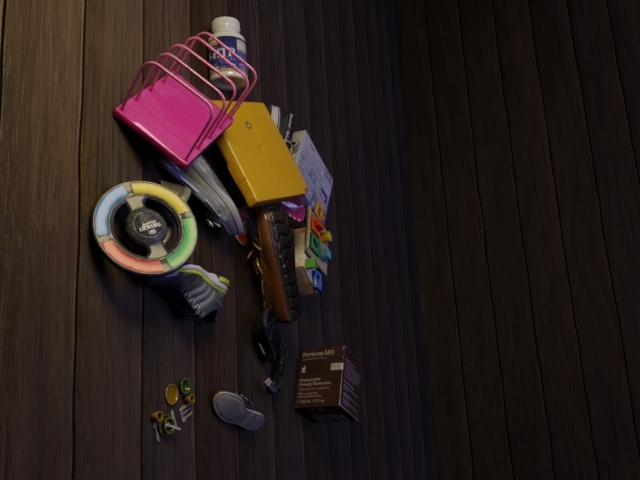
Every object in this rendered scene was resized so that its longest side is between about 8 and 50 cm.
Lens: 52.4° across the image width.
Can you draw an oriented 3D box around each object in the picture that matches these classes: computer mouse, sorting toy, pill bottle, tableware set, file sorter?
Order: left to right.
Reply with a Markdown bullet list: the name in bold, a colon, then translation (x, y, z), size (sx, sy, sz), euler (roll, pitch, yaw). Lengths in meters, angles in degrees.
- **tableware set**: translation (-0.337, 0.386, 1.500), size (0.154, 0.024, 0.104), euler (-27, 107, -66)
- **file sorter**: translation (-0.303, -0.350, 1.547), size (0.202, 0.182, 0.291), euler (38, 35, -7)
- **pill bottle**: translation (-0.271, -0.543, 1.885), size (0.112, 0.112, 0.187), euler (17, 66, -65)
- **computer mouse**: translation (-0.160, 0.331, 1.898), size (0.184, 0.060, 0.262), euler (-81, 163, -44)
- **sorting toy**: translation (0.000, 0.000, 2.209), size (0.196, 0.047, 0.348), euler (58, 27, -50)

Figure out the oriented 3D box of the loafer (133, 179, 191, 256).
- **loafer**: translation (-0.383, -0.042, 1.497), size (0.087, 0.094, 0.251), euler (31, 46, -17)

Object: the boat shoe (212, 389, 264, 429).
- **boat shoe**: translation (-0.227, 0.440, 1.721), size (0.065, 0.075, 0.206), euler (43, -4, 45)

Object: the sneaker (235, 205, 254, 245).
- **sneaker**: translation (-0.218, -0.044, 1.879), size (0.042, 0.067, 0.118), euler (-53, 128, -61)

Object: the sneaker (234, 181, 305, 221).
- **sneaker**: translation (-0.171, -0.115, 1.984), size (0.252, 0.111, 0.103), euler (35, 48, -30)

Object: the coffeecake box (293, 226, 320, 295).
- **coffeecake box**: translation (-0.054, 0.070, 2.198), size (0.185, 0.068, 0.142), euler (-82, 155, -45)

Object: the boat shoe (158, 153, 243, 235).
- **boat shoe**: translation (-0.300, -0.121, 1.693), size (0.118, 0.103, 0.320), euler (53, -6, 44)

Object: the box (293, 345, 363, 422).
- **box**: translation (0.029, 0.476, 2.137), size (0.167, 0.168, 0.203), euler (51, 37, -49)

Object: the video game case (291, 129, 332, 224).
- **video game case**: translation (-0.046, -0.218, 2.358), size (0.269, 0.061, 0.244), euler (58, 31, -43)

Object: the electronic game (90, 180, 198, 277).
- **electronic game**: translation (-0.375, -0.027, 1.398), size (0.229, 0.048, 0.229), euler (14, 59, -24)

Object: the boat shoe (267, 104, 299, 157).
- **boat shoe**: translation (-0.131, -0.298, 2.097), size (0.105, 0.113, 0.306), euler (13, 53, -18)

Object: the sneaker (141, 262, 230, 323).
- **sneaker**: translation (-0.314, 0.127, 1.550), size (0.300, 0.111, 0.121), euler (29, 60, -60)

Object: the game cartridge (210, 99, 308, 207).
- **game cartridge**: translation (-0.187, -0.255, 1.880), size (0.285, 0.052, 0.324), euler (-16, 78, -58)

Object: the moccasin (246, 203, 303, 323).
- **moccasin**: translation (-0.147, 0.061, 1.922), size (0.139, 0.147, 0.380), euler (-48, 133, -56)
